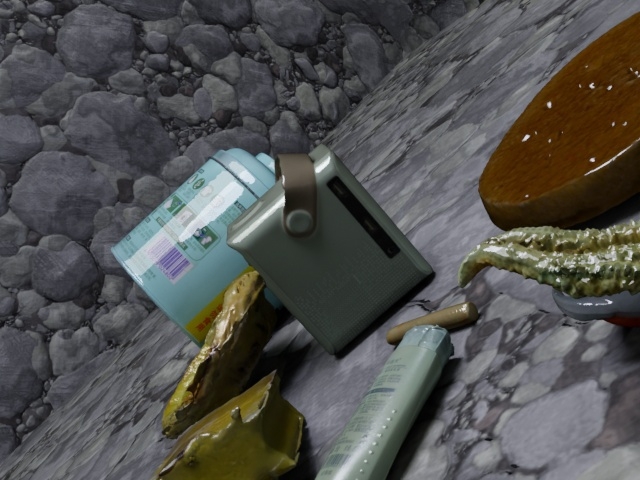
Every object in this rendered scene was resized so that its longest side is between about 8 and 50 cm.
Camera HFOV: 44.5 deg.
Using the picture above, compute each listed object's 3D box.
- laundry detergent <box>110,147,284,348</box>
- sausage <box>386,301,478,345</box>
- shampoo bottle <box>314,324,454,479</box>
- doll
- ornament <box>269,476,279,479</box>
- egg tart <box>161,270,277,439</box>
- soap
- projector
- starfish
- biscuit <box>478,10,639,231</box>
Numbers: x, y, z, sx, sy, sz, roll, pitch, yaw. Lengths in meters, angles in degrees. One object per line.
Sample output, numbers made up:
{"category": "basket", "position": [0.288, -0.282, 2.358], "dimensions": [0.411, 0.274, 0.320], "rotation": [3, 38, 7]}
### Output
{"category": "laundry detergent", "position": [-0.156, 0.012, 1.371], "dimensions": [0.305, 0.287, 0.287], "rotation": [-43, 11, -7]}
{"category": "sausage", "position": [0.115, 0.092, 0.843], "dimensions": [0.132, 0.024, 0.024], "rotation": [-28, 18, 48]}
{"category": "shampoo bottle", "position": [0.058, 0.163, 0.706], "dimensions": [0.072, 0.049, 0.212], "rotation": [-31, 17, 52]}
{"category": "doll", "position": [0.240, 0.033, 0.556], "dimensions": [0.104, 0.062, 0.195], "rotation": [-46, 19, -11]}
{"category": "ornament", "position": [-0.093, 0.284, 0.751], "dimensions": [0.201, 0.059, 0.180], "rotation": [-33, 9, 44]}
{"category": "egg tart", "position": [-0.132, 0.167, 1.105], "dimensions": [0.279, 0.095, 0.279], "rotation": [-61, 5, 9]}
{"category": "soap", "position": [-0.090, 0.211, 0.809], "dimensions": [0.135, 0.076, 0.233], "rotation": [-34, -3, 0]}
{"category": "projector", "position": [0.000, 0.000, 1.020], "dimensions": [0.177, 0.242, 0.163], "rotation": [-40, 14, 2]}
{"category": "starfish", "position": [0.273, -0.019, 0.445], "dimensions": [0.358, 0.078, 0.347], "rotation": [-29, 13, 0]}
{"category": "biscuit", "position": [0.346, -0.150, 0.866], "dimensions": [0.394, 0.070, 0.350], "rotation": [-47, 15, -23]}
